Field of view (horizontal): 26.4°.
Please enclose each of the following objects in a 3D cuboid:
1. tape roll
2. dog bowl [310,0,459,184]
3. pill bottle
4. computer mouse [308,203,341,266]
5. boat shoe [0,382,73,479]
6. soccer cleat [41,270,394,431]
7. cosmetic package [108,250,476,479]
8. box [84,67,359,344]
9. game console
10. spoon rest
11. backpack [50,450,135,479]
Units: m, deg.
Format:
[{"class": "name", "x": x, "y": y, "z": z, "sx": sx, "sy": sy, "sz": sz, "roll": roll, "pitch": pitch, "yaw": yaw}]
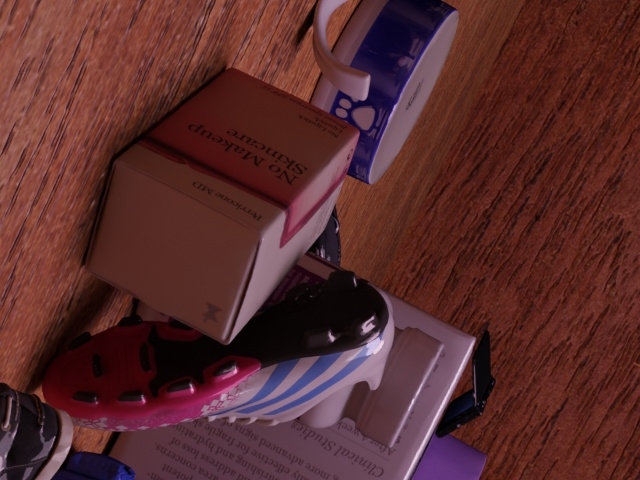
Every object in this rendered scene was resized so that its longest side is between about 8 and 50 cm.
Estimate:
[{"class": "tape roll", "x": 0.146, "y": 0.353, "z": 1.842, "sx": 0.189, "sy": 0.080, "sz": 0.189, "roll": -60, "pitch": 174, "yaw": -11}, {"class": "dog bowl", "x": 0.081, "y": -0.212, "z": 1.820, "sx": 0.265, "sy": 0.104, "sz": 0.265, "roll": -60, "pitch": 171, "yaw": -16}, {"class": "pill bottle", "x": -0.029, "y": 0.096, "z": 1.447, "sx": 0.169, "sy": 0.301, "sz": 0.169, "roll": -60, "pitch": 171, "yaw": -16}, {"class": "computer mouse", "x": 0.000, "y": 0.000, "z": 1.999, "sx": 0.184, "sy": 0.060, "sz": 0.262, "roll": -16, "pitch": 122, "yaw": -77}, {"class": "boat shoe", "x": -0.297, "y": 0.220, "z": 1.093, "sx": 0.079, "sy": 0.084, "sz": 0.233, "roll": 37, "pitch": 86, "yaw": -43}, {"class": "soccer cleat", "x": -0.087, "y": 0.133, "z": 1.274, "sx": 0.143, "sy": 0.331, "sz": 0.116, "roll": 87, "pitch": -14, "yaw": -46}, {"class": "cosmetic package", "x": -0.034, "y": 0.226, "z": 1.733, "sx": 0.393, "sy": 0.329, "sz": 0.327, "roll": -62, "pitch": 173, "yaw": -2}, {"class": "box", "x": -0.083, "y": -0.039, "z": 1.236, "sx": 0.232, "sy": 0.149, "sz": 0.127, "roll": -51, "pitch": 165, "yaw": -55}, {"class": "game console", "x": 0.187, "y": 0.188, "z": 1.792, "sx": 0.107, "sy": 0.071, "sz": 0.122, "roll": -34, "pitch": -177, "yaw": 22}, {"class": "spoon rest", "x": 0.051, "y": -0.297, "z": 1.542, "sx": 0.137, "sy": 0.084, "sz": 0.276, "roll": 98, "pitch": 8, "yaw": -69}, {"class": "backpack", "x": -0.240, "y": 0.281, "z": 1.461, "sx": 0.120, "sy": 0.098, "sz": 0.101, "roll": 79, "pitch": 35, "yaw": -75}]
